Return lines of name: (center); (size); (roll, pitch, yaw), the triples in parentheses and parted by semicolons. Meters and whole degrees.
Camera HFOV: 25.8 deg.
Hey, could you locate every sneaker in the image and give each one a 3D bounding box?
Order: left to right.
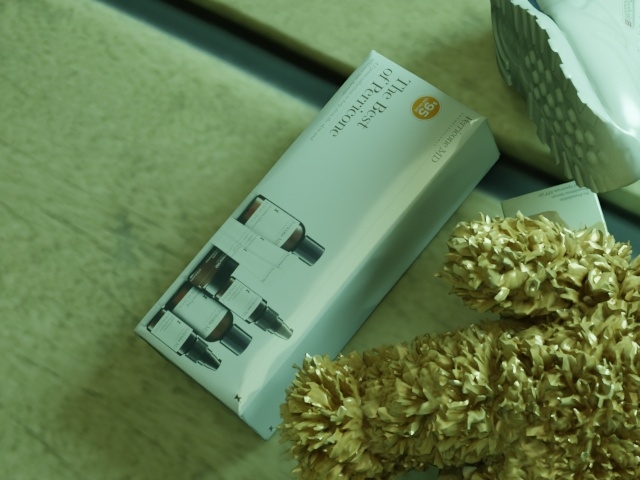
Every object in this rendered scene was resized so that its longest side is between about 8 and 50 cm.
sneaker: (0.166, -0.111, 0.833); (0.095, 0.090, 0.235); (-9, 34, -2)

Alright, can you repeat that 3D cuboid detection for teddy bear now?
teddy bear: (0.143, 0.092, 0.741); (0.338, 0.113, 0.245); (-7, 86, 8)

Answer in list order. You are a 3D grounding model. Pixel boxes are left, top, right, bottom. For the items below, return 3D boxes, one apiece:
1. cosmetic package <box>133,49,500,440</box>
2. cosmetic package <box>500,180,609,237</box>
cosmetic package: (0.000, 0.000, 0.884); (0.099, 0.060, 0.239); (35, 80, 25)
cosmetic package: (0.151, 0.026, 0.840); (0.060, 0.041, 0.115); (-17, 63, 8)
